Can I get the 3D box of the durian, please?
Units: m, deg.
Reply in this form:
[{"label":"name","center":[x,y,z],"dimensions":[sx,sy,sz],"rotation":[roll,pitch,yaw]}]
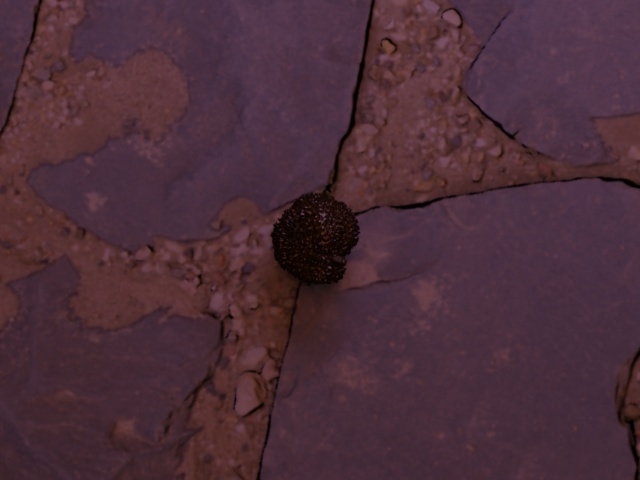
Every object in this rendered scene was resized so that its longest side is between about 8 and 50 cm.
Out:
[{"label":"durian","center":[0.000,0.000,1.495],"dimensions":[0.080,0.080,0.091],"rotation":[-47,39,-9]}]
